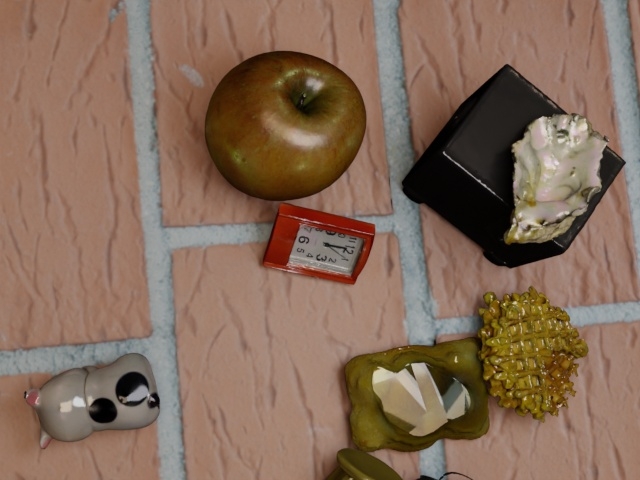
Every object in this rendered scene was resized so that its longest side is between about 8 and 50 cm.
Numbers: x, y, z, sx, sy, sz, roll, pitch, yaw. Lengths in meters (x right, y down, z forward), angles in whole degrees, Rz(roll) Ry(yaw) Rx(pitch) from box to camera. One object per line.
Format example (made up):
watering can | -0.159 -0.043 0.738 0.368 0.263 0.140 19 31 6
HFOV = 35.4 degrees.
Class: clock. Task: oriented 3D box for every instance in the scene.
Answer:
clock | 0.000 0.000 1.523 0.155 0.113 0.061 14 41 -7

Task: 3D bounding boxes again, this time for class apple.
apple | -0.055 -0.166 1.476 0.237 0.207 0.237 8 64 -17

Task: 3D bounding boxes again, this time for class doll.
doll | -0.319 0.229 1.438 0.180 0.107 0.110 -10 106 -4

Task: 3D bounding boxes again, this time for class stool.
stool | 0.052 0.378 1.466 0.135 0.134 0.110 17 101 -49

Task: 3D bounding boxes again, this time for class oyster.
oyster | 0.313 -0.080 1.341 0.133 0.072 0.209 9 60 -2

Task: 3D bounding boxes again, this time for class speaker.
speaker | 0.271 -0.098 1.494 0.232 0.254 0.184 39 78 -3

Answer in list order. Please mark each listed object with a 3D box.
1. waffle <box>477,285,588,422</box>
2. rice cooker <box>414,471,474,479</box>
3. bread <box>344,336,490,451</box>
waffle | 0.326 0.173 1.535 0.197 0.070 0.193 26 64 -23
rice cooker | 0.167 0.436 1.468 0.142 0.118 0.203 35 77 -41
bread | 0.155 0.238 1.521 0.233 0.088 0.161 -8 82 -11
